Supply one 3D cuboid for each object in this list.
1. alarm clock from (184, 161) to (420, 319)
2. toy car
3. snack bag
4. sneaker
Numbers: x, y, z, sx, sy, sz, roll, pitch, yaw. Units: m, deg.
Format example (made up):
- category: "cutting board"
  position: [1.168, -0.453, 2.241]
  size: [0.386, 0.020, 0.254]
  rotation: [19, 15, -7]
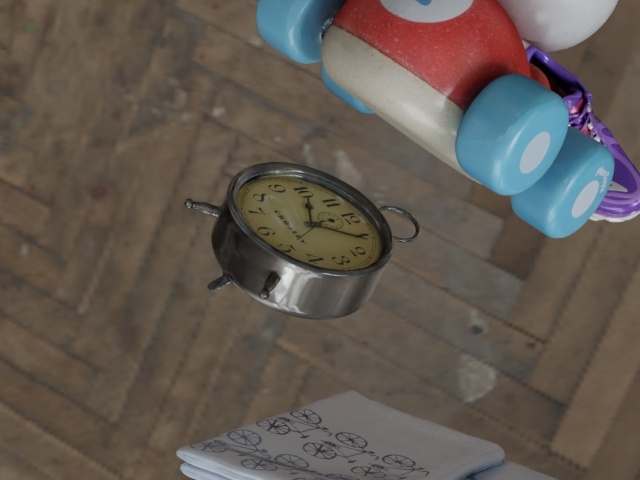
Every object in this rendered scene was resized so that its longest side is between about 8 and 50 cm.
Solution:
- category: "alarm clock"
  position: [0.000, 0.000, 1.212]
  size: [0.129, 0.192, 0.064]
  rotation: [49, 134, 33]
- category: "toy car"
  position: [0.124, -0.166, 1.091]
  size: [0.219, 0.210, 0.238]
  rotation: [35, 93, 29]
- category: "snack bag"
  position: [0.096, 0.217, 1.421]
  size: [0.342, 0.323, 0.037]
  rotation: [19, 103, 28]
- category: "sneaker"
  position: [0.204, -0.087, 1.323]
  size: [0.068, 0.071, 0.170]
  rotation: [-39, 85, -18]
